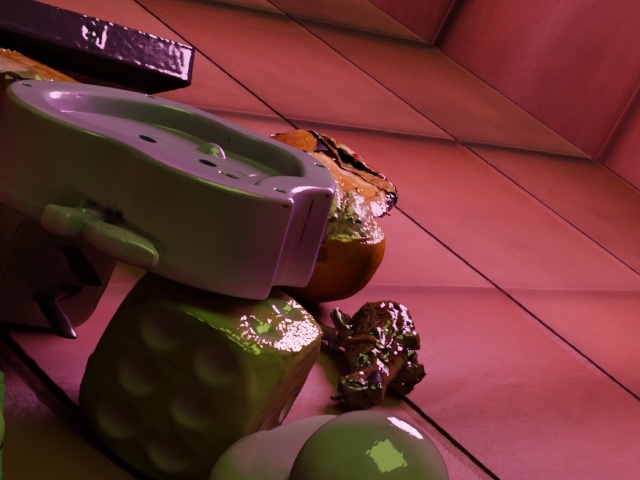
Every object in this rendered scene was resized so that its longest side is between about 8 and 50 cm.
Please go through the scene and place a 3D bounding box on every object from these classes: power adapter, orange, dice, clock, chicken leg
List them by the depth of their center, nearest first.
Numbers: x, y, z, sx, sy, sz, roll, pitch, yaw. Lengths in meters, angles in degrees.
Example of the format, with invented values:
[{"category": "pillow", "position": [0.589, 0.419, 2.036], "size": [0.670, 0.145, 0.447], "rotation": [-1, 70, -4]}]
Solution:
[{"category": "dice", "position": [-0.111, 0.122, 1.571], "size": [0.166, 0.169, 0.169], "rotation": [30, 18, 10]}, {"category": "clock", "position": [-0.149, -0.055, 1.604], "size": [0.338, 0.102, 0.338], "rotation": [17, 13, -4]}, {"category": "power adapter", "position": [-0.275, 0.017, 1.686], "size": [0.125, 0.130, 0.205], "rotation": [12, 23, -37]}, {"category": "chicken leg", "position": [0.062, 0.138, 1.927], "size": [0.125, 0.080, 0.196], "rotation": [12, 30, -13]}, {"category": "orange", "position": [0.000, 0.000, 2.069], "size": [0.156, 0.157, 0.134], "rotation": [23, 10, -12]}]

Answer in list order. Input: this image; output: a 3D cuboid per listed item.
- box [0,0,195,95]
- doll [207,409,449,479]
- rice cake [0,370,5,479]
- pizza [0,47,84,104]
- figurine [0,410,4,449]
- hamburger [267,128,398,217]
[{"category": "box", "position": [-0.359, -0.259, 2.250], "size": [0.350, 0.058, 0.211], "rotation": [12, -10, -39]}, {"category": "doll", "position": [0.019, 0.220, 1.415], "size": [0.221, 0.221, 0.251], "rotation": [26, 22, -5]}, {"category": "rice cake", "position": [-0.285, 0.174, 1.394], "size": [0.042, 0.045, 0.245], "rotation": [20, 20, -18]}, {"category": "pizza", "position": [-0.230, -0.123, 2.039], "size": [0.392, 0.080, 0.435], "rotation": [25, 4, -4]}, {"category": "figurine", "position": [-0.335, 0.112, 1.269], "size": [0.166, 0.141, 0.250], "rotation": [21, 26, 18]}, {"category": "hamburger", "position": [-0.010, -0.068, 2.309], "size": [0.231, 0.107, 0.231], "rotation": [24, 23, -11]}]
